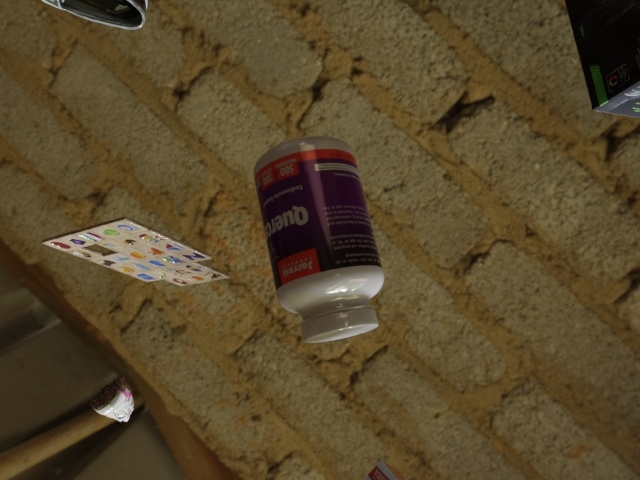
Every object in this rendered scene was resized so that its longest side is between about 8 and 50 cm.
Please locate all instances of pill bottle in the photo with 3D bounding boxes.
[{"bbox_3d":[0.000,0.000,1.018,0.182,0.182,0.322,14,-121,-57],"label":"pill bottle"}]

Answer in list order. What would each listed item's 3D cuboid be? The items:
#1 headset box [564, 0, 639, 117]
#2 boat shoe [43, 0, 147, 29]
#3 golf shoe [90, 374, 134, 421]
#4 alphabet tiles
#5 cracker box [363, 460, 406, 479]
[{"bbox_3d":[0.475,-0.331,0.810,0.131,0.283,0.246,2,-108,-22],"label":"headset box"},{"bbox_3d":[-0.471,-0.487,1.101,0.335,0.121,0.119,10,-148,-33],"label":"boat shoe"},{"bbox_3d":[-0.411,0.330,1.234,0.086,0.068,0.186,56,170,-2],"label":"golf shoe"},{"bbox_3d":[-0.262,0.026,0.921,0.237,0.198,0.009,30,-123,-47],"label":"alphabet tiles"},{"bbox_3d":[0.079,0.491,0.949,0.067,0.232,0.156,45,175,-39],"label":"cracker box"}]
